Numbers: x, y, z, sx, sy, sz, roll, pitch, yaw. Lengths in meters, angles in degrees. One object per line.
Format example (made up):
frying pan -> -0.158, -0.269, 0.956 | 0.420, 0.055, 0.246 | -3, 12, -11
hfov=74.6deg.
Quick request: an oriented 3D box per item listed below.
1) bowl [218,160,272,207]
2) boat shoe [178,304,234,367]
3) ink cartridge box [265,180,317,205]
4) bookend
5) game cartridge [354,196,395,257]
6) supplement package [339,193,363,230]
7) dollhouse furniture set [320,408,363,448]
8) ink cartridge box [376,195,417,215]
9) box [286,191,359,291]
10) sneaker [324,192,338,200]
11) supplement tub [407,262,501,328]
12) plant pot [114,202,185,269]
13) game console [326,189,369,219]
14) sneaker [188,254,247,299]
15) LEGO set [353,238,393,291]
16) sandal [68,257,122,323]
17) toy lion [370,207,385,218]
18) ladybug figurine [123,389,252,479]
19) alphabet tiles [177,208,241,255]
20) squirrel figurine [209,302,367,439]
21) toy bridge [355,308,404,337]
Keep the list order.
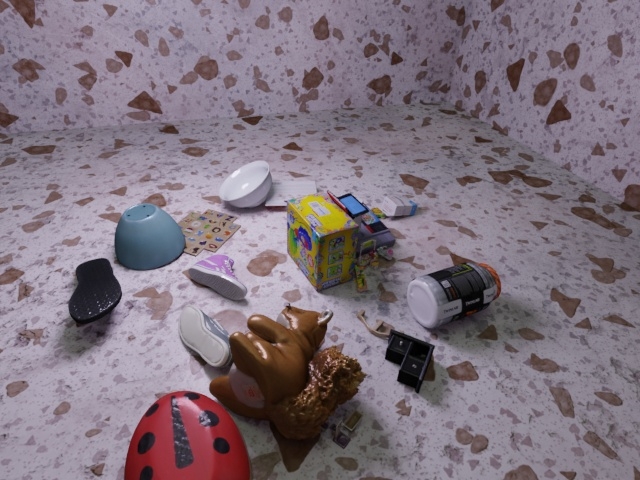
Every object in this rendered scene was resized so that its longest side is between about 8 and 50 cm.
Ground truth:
bowl -> -0.357, -0.263, 2.145 | 0.298, 0.134, 0.297 | -20, 39, 17
boat shoe -> -0.383, 0.328, 1.438 | 0.320, 0.116, 0.099 | 30, 1, 42
ink cartridge box -> -0.154, -0.232, 2.223 | 0.276, 0.060, 0.238 | -1, 41, -6
bookend -> 0.276, 0.393, 1.385 | 0.158, 0.072, 0.156 | 18, 39, 21
game cartridge -> 0.169, -0.076, 1.999 | 0.231, 0.068, 0.355 | -20, 49, -22
supplement package -> 0.116, -0.094, 1.834 | 0.105, 0.179, 0.105 | 18, 50, 17
dollhouse furniture set -> 0.066, 0.508, 1.205 | 0.091, 0.081, 0.114 | 26, 42, 28
ink cartridge box -> 0.392, -0.177, 2.151 | 0.180, 0.060, 0.104 | -5, 35, -32
box -> 0.000, 0.000, 1.729 | 0.177, 0.278, 0.290 | -16, 40, -24
sneaker -> 0.039, -0.214, 2.223 | 0.119, 0.042, 0.067 | 10, 33, 6
supplement tub -> 0.501, 0.194, 1.569 | 0.317, 0.193, 0.193 | -14, 40, -21
plant pot -> -0.745, -0.042, 1.794 | 0.291, 0.195, 0.290 | 0, 38, 0
game console -> 0.112, -0.161, 1.719 | 0.085, 0.124, 0.144 | -42, 55, -1
sneaker -> -0.373, 0.128, 1.682 | 0.282, 0.102, 0.161 | 23, 38, 25
LEGO set -> 0.197, 0.086, 1.769 | 0.132, 0.106, 0.287 | 22, 40, 24
sandal -> -0.828, 0.196, 1.573 | 0.168, 0.106, 0.446 | -14, 27, -20
toy lion -> 0.286, -0.143, 2.156 | 0.100, 0.034, 0.096 | -9, 31, -15
ladybug figurine -> -0.338, 0.550, 1.052 | 0.306, 0.161, 0.449 | -16, 40, -24
alphabet tiles -> -0.556, -0.046, 1.981 | 0.286, 0.011, 0.342 | 16, 38, 16
squirrel figurine -> -0.066, 0.373, 1.279 | 0.397, 0.280, 0.371 | 31, 33, 19
toy bridge -> 0.207, 0.314, 1.527 | 0.188, 0.026, 0.063 | 25, 43, 28
